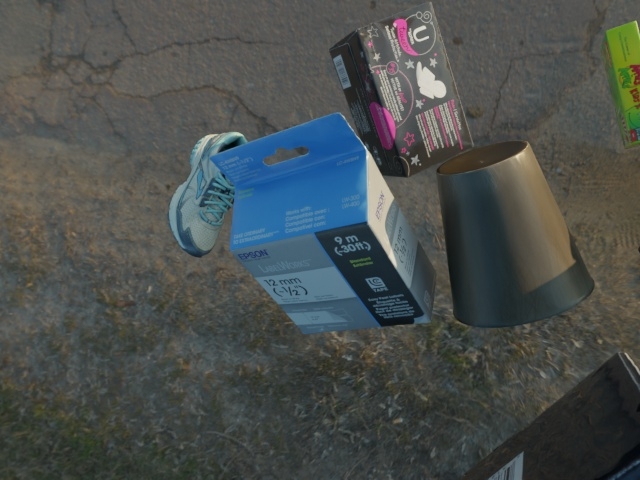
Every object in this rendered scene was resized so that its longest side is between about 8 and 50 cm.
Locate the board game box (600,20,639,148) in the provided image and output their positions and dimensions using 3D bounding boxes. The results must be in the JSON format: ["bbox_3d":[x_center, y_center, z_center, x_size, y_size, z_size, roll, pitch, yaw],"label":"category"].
[{"bbox_3d":[0.498,-0.244,0.796,0.043,0.092,0.182,-14,89,25],"label":"board game box"}]

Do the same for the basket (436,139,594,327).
[{"bbox_3d":[0.262,-0.015,0.713,0.204,0.154,0.227,-17,107,14],"label":"basket"}]

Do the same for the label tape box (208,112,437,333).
[{"bbox_3d":[0.000,0.000,0.767,0.249,0.348,0.115,-11,44,32],"label":"label tape box"}]

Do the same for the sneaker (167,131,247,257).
[{"bbox_3d":[-0.217,-0.105,0.998,0.122,0.110,0.283,-12,61,37],"label":"sneaker"}]

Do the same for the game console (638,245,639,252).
[{"bbox_3d":[0.575,-0.117,0.637,0.044,0.213,0.361,35,93,6],"label":"game console"}]

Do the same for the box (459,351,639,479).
[{"bbox_3d":[0.342,0.473,0.519,0.472,0.297,0.480,45,109,15],"label":"box"}]

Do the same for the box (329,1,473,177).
[{"bbox_3d":[0.138,-0.252,0.868,0.142,0.163,0.247,-24,105,-10],"label":"box"}]
